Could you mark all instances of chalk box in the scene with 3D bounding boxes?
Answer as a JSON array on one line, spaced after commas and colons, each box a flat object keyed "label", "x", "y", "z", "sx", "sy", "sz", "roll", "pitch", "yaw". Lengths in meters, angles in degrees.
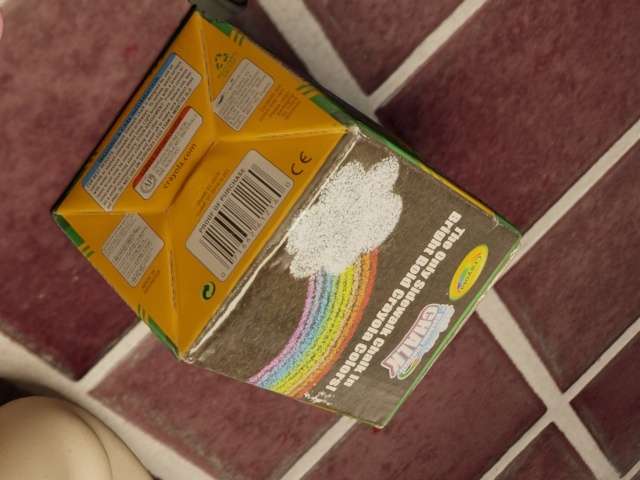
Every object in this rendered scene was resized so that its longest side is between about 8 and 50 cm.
[{"label": "chalk box", "x": 0.000, "y": 0.000, "z": 0.831, "sx": 0.180, "sy": 0.179, "sz": 0.289, "roll": -53, "pitch": 142, "yaw": 6}]

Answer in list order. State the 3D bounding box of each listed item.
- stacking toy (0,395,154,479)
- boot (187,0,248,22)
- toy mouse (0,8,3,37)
[{"label": "stacking toy", "x": -0.309, "y": 0.351, "z": 0.811, "sx": 0.480, "sy": 0.350, "sz": 0.350, "roll": -26, "pitch": 140, "yaw": 2}, {"label": "boot", "x": -0.032, "y": -0.247, "z": 0.612, "sx": 0.207, "sy": 0.094, "sz": 0.246, "roll": -29, "pitch": 136, "yaw": 10}, {"label": "toy mouse", "x": -0.225, "y": -0.096, "z": 0.656, "sx": 0.161, "sy": 0.031, "sz": 0.143, "roll": -31, "pitch": 139, "yaw": -19}]
